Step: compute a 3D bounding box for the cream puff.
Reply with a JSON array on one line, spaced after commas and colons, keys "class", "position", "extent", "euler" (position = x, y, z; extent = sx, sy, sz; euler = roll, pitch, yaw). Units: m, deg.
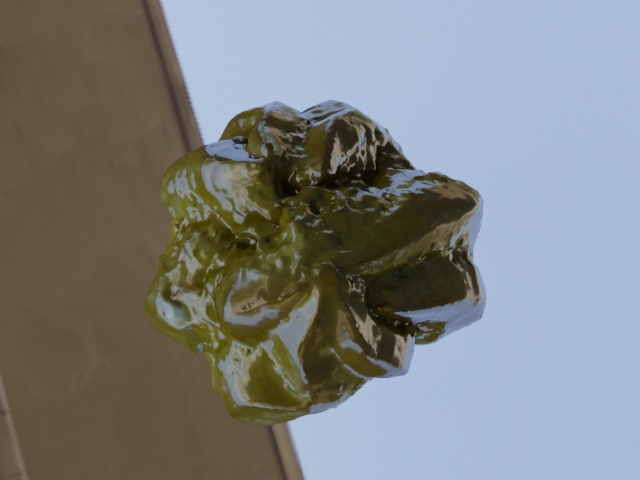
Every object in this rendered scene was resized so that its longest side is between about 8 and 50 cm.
[{"class": "cream puff", "position": [0.003, -0.008, 0.833], "extent": [0.323, 0.270, 0.274], "euler": [-28, -91, -32]}]
